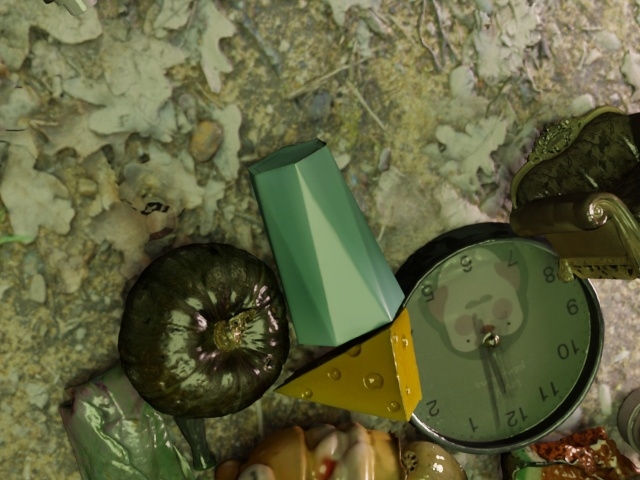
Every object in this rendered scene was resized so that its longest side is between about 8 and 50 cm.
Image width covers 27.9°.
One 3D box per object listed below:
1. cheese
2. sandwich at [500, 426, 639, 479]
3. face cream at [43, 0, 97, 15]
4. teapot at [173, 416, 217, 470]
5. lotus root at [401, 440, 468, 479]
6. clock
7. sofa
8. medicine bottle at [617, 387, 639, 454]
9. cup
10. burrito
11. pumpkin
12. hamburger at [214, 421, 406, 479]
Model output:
[{"bbox_3d":[0.030,0.167,1.636,0.171,0.093,0.126,-8,101,20],"label":"cheese"},{"bbox_3d":[0.358,0.368,1.791,0.292,0.109,0.212,38,97,-18],"label":"sandwich"},{"bbox_3d":[-0.333,-0.357,1.455,0.075,0.075,0.229,-34,110,-4],"label":"face cream"},{"bbox_3d":[-0.163,0.250,1.673,0.043,0.043,0.110,-19,110,-9],"label":"teapot"},{"bbox_3d":[0.159,0.332,1.737,0.077,0.090,0.183,-8,143,25],"label":"lotus root"},{"bbox_3d":[0.229,0.136,1.730,0.319,0.066,0.318,-4,106,-14],"label":"clock"},{"bbox_3d":[0.382,-0.079,1.614,0.258,0.200,0.182,-37,103,-18],"label":"sofa"},{"bbox_3d":[0.492,0.273,1.775,0.105,0.168,0.105,-3,104,-13],"label":"medicine bottle"},{"bbox_3d":[0.000,0.000,1.600,0.134,0.148,0.235,-37,114,-38],"label":"cup"},{"bbox_3d":[-0.248,0.270,1.634,0.144,0.089,0.228,-21,110,-11],"label":"burrito"},{"bbox_3d":[-0.140,0.112,1.576,0.224,0.157,0.223,-2,94,-30],"label":"pumpkin"},{"bbox_3d":[-0.020,0.360,1.633,0.237,0.276,0.276,5,103,-4],"label":"hamburger"}]
